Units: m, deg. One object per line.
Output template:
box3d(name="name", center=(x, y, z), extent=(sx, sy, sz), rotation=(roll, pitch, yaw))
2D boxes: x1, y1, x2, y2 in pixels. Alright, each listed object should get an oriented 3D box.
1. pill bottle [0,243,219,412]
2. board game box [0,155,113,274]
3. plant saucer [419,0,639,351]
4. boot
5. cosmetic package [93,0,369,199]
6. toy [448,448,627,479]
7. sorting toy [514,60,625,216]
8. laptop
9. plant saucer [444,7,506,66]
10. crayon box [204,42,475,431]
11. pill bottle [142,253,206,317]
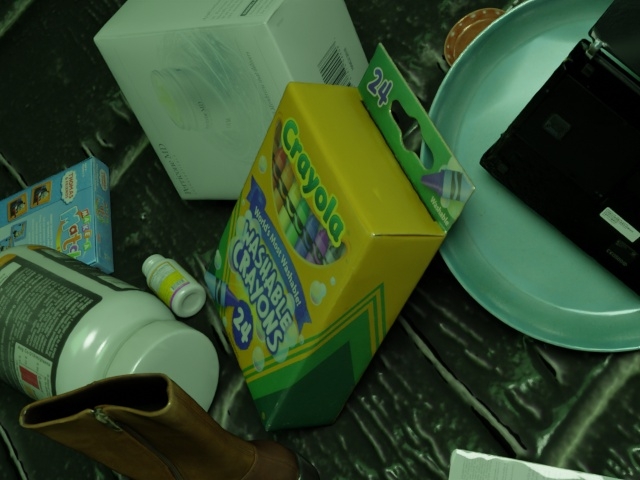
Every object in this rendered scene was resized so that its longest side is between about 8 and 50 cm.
box3d(name="pill bottle", center=(-0.251, 0.114, 1.181), extent=(0.278, 0.162, 0.162), rotation=(21, 77, 38))
box3d(name="board game box", center=(-0.359, 0.004, 1.385), extent=(0.211, 0.039, 0.160), rotation=(-23, 56, 21))
box3d(name="plant saucer", center=(0.246, -0.063, 0.956), extent=(0.317, 0.044, 0.318), rotation=(1, 96, 9))
box3d(name="boot", center=(-0.172, 0.216, 1.002), extent=(0.264, 0.280, 0.096), rotation=(-11, 60, 26))
box3d(name="cosmetic package", center=(-0.079, -0.166, 1.166), extent=(0.224, 0.224, 0.138), rotation=(3, 44, 34))
box3d(name="toy", center=(0.215, 0.253, 0.877), extent=(0.237, 0.056, 0.137), rotation=(8, 87, 12))
box3d(name="sorting toy", center=(0.306, -0.148, 1.041), extent=(0.365, 0.127, 0.126), rotation=(-44, 22, 7))
box3d(name="laptop", center=(0.303, -0.095, 0.877), extent=(0.234, 0.264, 0.136), rotation=(40, 52, 4))
box3d(name="plant saucer", center=(0.175, -0.214, 1.190), extent=(0.083, 0.013, 0.084), rotation=(-14, 60, 25))
box3d(name="crayon box", center=(0.000, 0.000, 1.029), extent=(0.323, 0.083, 0.203), rotation=(-62, 41, 37))
box3d(name="pill bottle", center=(-0.168, 0.049, 1.241), extent=(0.043, 0.043, 0.083), rotation=(-50, 51, -1))
